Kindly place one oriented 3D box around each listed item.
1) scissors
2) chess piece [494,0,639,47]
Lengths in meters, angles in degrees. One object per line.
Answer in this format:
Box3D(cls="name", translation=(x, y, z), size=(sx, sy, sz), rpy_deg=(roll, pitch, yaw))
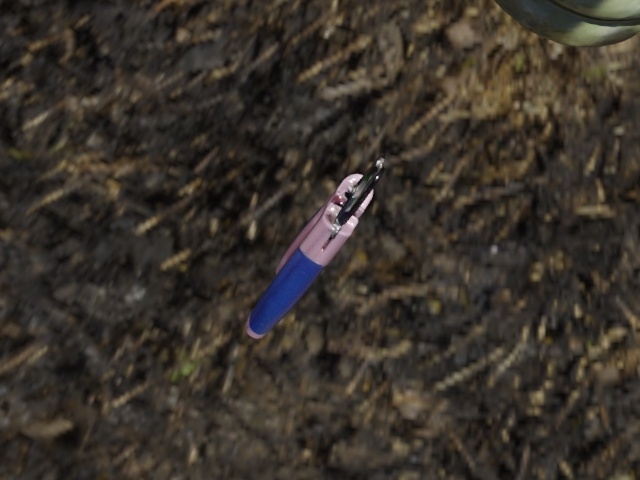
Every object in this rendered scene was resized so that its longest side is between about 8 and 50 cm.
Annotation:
Box3D(cls="scissors", translation=(0.000, 0.000, 0.621), size=(0.012, 0.039, 0.113), rpy_deg=(32, 147, -5))
Box3D(cls="chess piece", translation=(0.307, -0.348, 1.463), size=(0.234, 0.234, 0.442), rpy_deg=(29, 156, -8))
